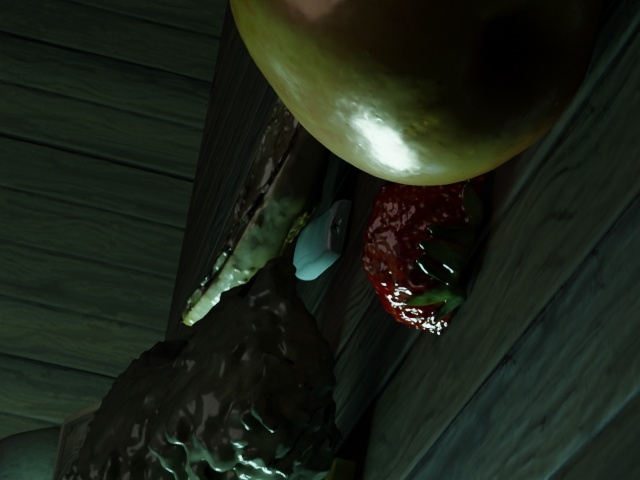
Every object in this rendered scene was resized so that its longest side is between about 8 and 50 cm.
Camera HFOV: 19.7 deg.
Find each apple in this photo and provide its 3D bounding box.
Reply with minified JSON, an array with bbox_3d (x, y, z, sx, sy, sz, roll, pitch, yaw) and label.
[{"bbox_3d":[0.069,-0.159,1.126,0.241,0.242,0.242,55,135,50],"label":"apple"}]

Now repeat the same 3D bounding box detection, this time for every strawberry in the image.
[{"bbox_3d":[0.073,-0.013,1.354,0.187,0.082,0.146,-106,37,-82],"label":"strawberry"}]

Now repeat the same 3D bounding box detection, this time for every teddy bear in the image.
[{"bbox_3d":[-0.074,0.184,1.554,0.367,0.224,0.357,-31,42,56],"label":"teddy bear"}]

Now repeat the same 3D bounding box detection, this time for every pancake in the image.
[{"bbox_3d":[-0.042,-0.068,2.016,0.387,0.082,0.387,-63,6,12],"label":"pancake"}]

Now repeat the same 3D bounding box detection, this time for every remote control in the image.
[{"bbox_3d":[0.000,0.000,1.905,0.162,0.029,0.061,135,146,-74],"label":"remote control"}]

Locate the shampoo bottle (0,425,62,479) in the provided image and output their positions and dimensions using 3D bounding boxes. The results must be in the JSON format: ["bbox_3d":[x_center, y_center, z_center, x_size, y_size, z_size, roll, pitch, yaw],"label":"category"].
[{"bbox_3d":[-0.262,0.366,2.080,0.322,0.317,0.322,-165,90,-79],"label":"shampoo bottle"}]

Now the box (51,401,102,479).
[{"bbox_3d":[-0.156,0.293,1.791,0.069,0.256,0.164,-25,38,25],"label":"box"}]

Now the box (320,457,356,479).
[{"bbox_3d":[-0.003,0.242,1.591,0.156,0.022,0.089,130,151,-71],"label":"box"}]
